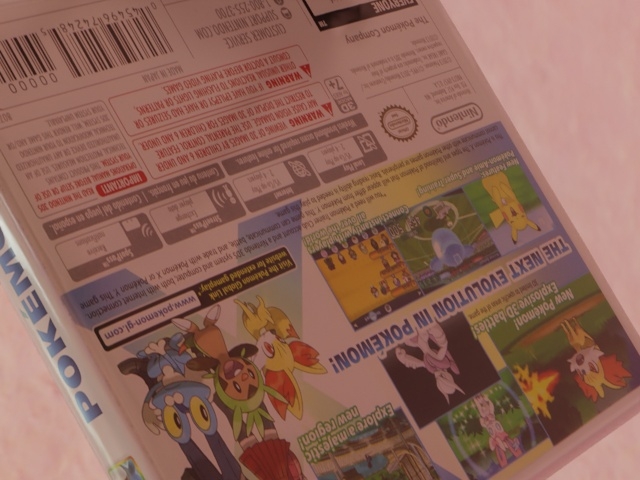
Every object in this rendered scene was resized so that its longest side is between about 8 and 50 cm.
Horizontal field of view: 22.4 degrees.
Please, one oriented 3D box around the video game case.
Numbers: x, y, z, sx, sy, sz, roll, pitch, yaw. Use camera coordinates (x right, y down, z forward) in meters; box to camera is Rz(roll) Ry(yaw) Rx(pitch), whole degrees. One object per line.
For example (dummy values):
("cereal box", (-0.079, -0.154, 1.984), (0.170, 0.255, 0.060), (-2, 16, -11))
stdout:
("video game case", (0.000, 0.000, 0.754), (0.036, 0.329, 0.300), (-35, 82, 42))
